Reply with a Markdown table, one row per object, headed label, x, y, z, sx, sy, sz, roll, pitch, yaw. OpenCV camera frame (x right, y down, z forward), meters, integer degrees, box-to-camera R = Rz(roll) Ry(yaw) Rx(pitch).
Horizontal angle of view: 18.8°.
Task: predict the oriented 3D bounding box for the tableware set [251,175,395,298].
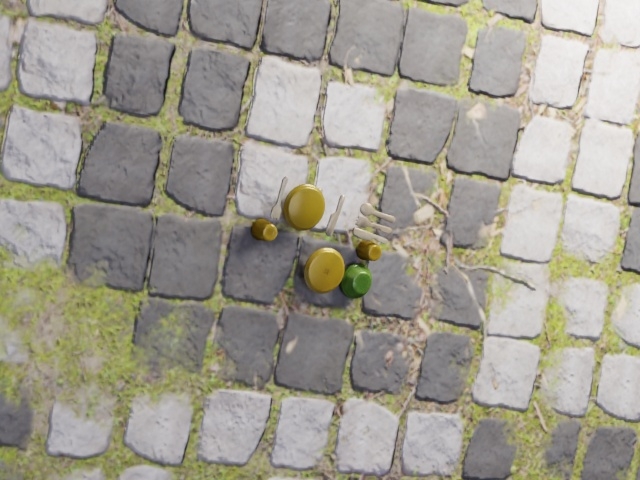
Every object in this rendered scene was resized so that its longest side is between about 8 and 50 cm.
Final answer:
| label | x | y | z | sx | sy | sz | roll | pitch | yaw |
| --- | --- | --- | --- | --- | --- | --- | --- | --- | --- |
| tableware set | 0.000 | 0.000 | 1.971 | 0.154 | 0.024 | 0.104 | 19 | 91 | -33 |
